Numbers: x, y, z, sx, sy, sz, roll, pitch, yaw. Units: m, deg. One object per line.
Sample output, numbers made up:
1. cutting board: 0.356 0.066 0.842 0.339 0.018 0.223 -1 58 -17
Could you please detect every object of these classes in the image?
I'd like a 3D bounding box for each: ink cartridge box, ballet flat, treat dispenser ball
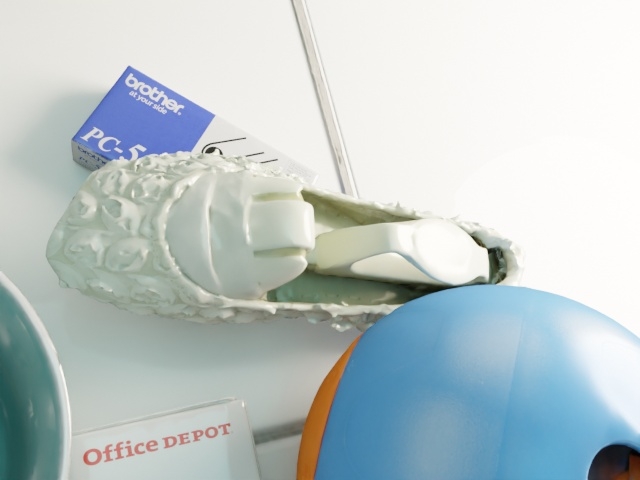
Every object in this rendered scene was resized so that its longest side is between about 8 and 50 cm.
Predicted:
1. ink cartridge box: -0.114 -0.068 0.655 0.207 0.046 0.097 29 64 -4
2. ink cartridge box: -0.109 0.229 0.523 0.139 0.082 0.191 -8 71 -20
3. ballet flat: 0.000 0.000 0.572 0.408 0.147 0.147 8 67 -27
4. treat dispenser ball: 0.125 0.175 0.500 0.288 0.288 0.288 6 68 -14

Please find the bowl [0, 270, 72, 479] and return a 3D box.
1. bowl: -0.318 0.150 0.447 0.311 0.163 0.312 6 67 -15
